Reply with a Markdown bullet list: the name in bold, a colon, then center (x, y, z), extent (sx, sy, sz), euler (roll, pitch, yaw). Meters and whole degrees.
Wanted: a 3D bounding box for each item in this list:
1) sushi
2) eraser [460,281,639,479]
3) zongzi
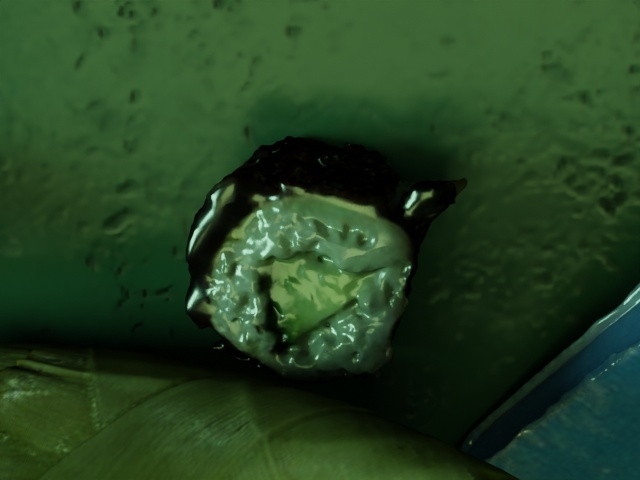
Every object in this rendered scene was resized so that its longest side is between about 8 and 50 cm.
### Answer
- **sushi**: center (-0.001, 0.001, 0.580), extent (0.094, 0.084, 0.098), euler (22, 104, 1)
- **eraser**: center (0.204, 0.046, 0.566), extent (0.144, 0.042, 0.312), euler (39, 121, -10)
- **zongzi**: center (-0.080, 0.085, 0.518), extent (0.274, 0.300, 0.145), euler (19, 65, 1)
